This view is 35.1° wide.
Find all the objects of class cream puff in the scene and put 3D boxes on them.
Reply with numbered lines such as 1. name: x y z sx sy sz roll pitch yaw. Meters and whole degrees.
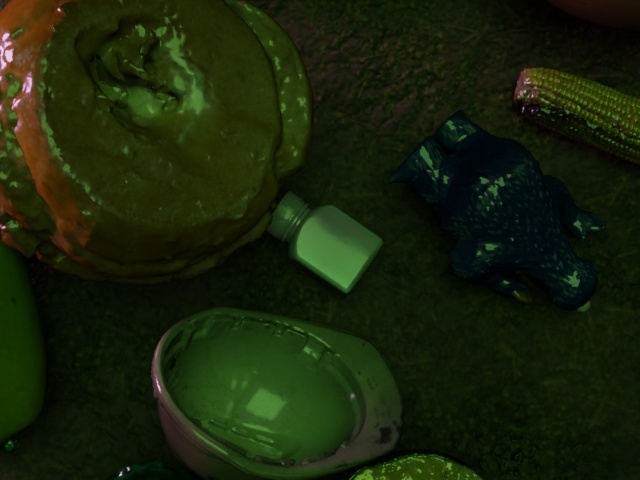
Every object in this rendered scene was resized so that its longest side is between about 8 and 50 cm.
1. cream puff: -0.189 -0.113 1.016 0.343 0.231 0.327 -34 94 -30

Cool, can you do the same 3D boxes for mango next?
1. mango: -0.386 0.055 1.012 0.192 0.156 0.343 -14 84 -5

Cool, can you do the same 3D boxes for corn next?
1. corn: 0.315 -0.139 1.140 0.203 0.072 0.072 22 80 1

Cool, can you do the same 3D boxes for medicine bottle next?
1. medicine bottle: 0.000 0.000 1.101 0.118 0.055 0.074 34 81 1

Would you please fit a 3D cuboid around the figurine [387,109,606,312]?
1. figurine: 0.202 -0.025 1.072 0.262 0.121 0.164 34 72 -7

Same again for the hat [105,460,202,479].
1. hat: -0.114 0.388 0.951 0.332 0.242 0.274 31 93 -11

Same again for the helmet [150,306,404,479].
1. helmet: -0.058 0.183 1.029 0.257 0.137 0.204 11 41 -17

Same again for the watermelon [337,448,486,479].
1. watermelon: 0.096 0.320 1.017 0.204 0.127 0.232 -36 87 -8

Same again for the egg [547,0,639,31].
1. egg: 0.369 -0.371 1.063 0.373 0.301 0.301 -1 81 -2
